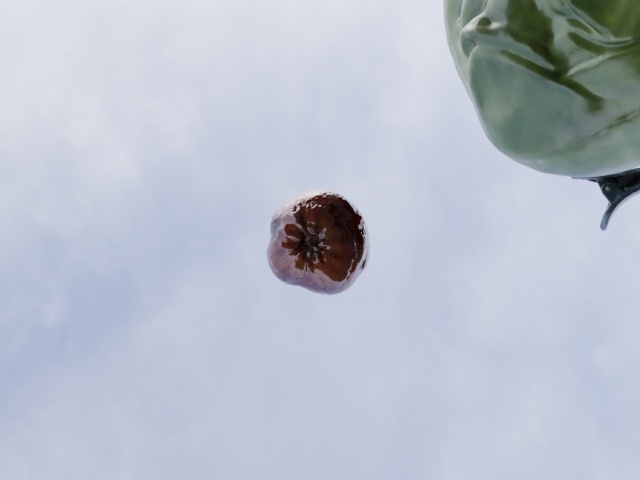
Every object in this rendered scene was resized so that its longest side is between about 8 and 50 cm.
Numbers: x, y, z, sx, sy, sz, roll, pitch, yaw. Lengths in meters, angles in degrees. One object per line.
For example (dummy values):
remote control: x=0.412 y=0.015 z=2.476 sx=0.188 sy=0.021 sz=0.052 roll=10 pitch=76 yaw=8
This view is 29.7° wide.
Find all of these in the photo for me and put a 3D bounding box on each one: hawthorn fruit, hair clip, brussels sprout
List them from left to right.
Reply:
hawthorn fruit: x=0.000 y=0.000 z=0.981 sx=0.093 sy=0.093 sz=0.093 roll=11 pitch=-109 yaw=-34
brussels sprout: x=0.264 y=-0.221 z=1.177 sx=0.247 sy=0.328 sz=0.327 roll=4 pitch=-107 yaw=-63
hair clip: x=0.447 y=-0.112 z=1.475 sx=0.083 sy=0.275 sz=0.048 roll=63 pitch=-168 yaw=12
